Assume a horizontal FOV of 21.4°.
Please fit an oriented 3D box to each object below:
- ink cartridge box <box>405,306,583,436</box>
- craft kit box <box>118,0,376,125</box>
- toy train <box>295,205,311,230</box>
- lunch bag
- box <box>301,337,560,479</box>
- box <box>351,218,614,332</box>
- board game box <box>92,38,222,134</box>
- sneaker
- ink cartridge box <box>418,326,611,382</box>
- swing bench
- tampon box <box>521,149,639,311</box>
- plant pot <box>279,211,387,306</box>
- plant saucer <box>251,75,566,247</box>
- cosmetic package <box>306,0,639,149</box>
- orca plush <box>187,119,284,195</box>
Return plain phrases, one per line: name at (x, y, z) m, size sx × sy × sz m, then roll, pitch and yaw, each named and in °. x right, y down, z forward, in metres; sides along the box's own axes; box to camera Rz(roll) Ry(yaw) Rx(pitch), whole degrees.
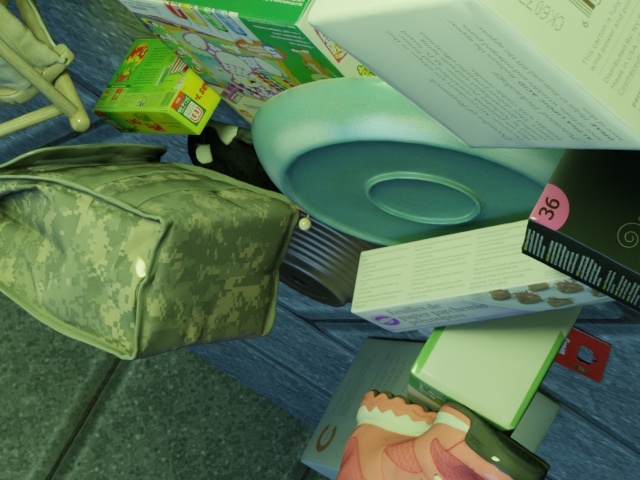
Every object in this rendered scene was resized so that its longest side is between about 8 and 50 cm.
ink cartridge box at (0.180, 0.103, 1.715) m, size 0.117 × 0.201 × 0.278 m, roll 29°, pitch 167°, yaw 8°
craft kit box at (-0.028, -0.159, 1.513) m, size 0.250 × 0.061 × 0.246 m, roll 17°, pitch 165°, yaw 44°
toy train at (0.058, -0.046, 1.647) m, size 0.166 × 0.125 × 0.046 m, roll 25°, pitch -160°, yaw 1°
lunch bag at (-0.205, -0.008, 1.658) m, size 0.287 × 0.169 × 0.235 m, roll 20°, pitch -167°, yaw 30°
box at (0.148, 0.275, 2.400) m, size 0.168 × 0.215 × 0.345 m, roll 34°, pitch 167°, yaw -19°
box at (0.161, 0.027, 1.479) m, size 0.063 × 0.067 × 0.324 m, roll 26°, pitch 154°, yaw -37°
board game box at (-0.155, -0.156, 1.700) m, size 0.043 × 0.092 × 0.181 m, roll 37°, pitch 165°, yaw -28°
sneaker at (0.107, 0.233, 1.607) m, size 0.116 × 0.136 × 0.314 m, roll 35°, pitch 166°, yaw -19°
ink cartridge box at (0.222, 0.116, 2.009) m, size 0.232 × 0.066 × 0.189 m, roll 31°, pitch 167°, yaw 14°
swing bench at (-0.351, -0.239, 1.571) m, size 0.165 × 0.255 × 0.253 m, roll -18°, pitch 149°, yaw 17°
tampon box at (0.252, -0.018, 1.290) m, size 0.161 × 0.120 × 0.101 m, roll 27°, pitch 167°, yaw 10°
plant pot at (0.000, 0.000, 1.923) m, size 0.237 × 0.110 × 0.237 m, roll 28°, pitch 166°, yaw 8°
plant saucer at (0.092, -0.051, 1.463) m, size 0.317 × 0.044 × 0.317 m, roll 9°, pitch 159°, yaw 4°
cosmetic package at (0.121, -0.154, 0.993) m, size 0.151 × 0.151 × 0.183 m, roll 35°, pitch 167°, yaw -26°
orca plush at (-0.014, -0.043, 1.741) m, size 0.287 × 0.102 × 0.151 m, roll 16°, pitch -178°, yaw 4°
